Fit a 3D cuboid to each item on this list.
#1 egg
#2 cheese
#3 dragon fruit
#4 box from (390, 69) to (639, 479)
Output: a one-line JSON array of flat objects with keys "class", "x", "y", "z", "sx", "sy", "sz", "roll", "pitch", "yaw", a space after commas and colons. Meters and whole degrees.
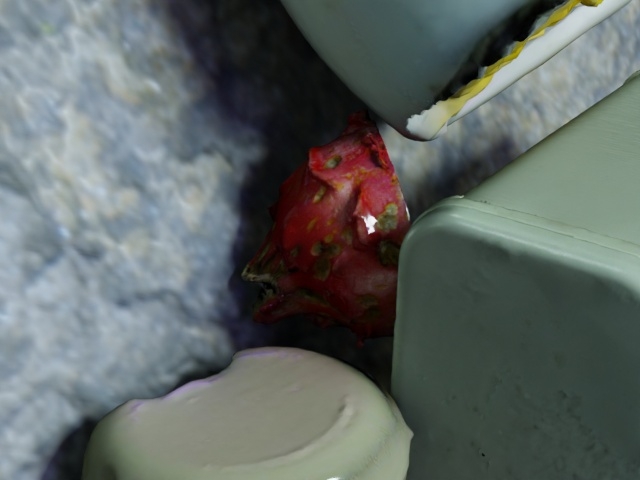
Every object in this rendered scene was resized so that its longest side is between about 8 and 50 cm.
[{"class": "egg", "x": 0.091, "y": -0.288, "z": 1.045, "sx": 0.354, "sy": 0.354, "sz": 0.340, "roll": -33, "pitch": 85, "yaw": -43}, {"class": "cheese", "x": -0.086, "y": 0.142, "z": 0.932, "sx": 0.286, "sy": 0.163, "sz": 0.082, "roll": -17, "pitch": 119, "yaw": -31}, {"class": "dragon fruit", "x": 0.000, "y": 0.000, "z": 1.071, "sx": 0.111, "sy": 0.153, "sz": 0.153, "roll": -13, "pitch": 95, "yaw": -8}, {"class": "box", "x": 0.191, "y": 0.094, "z": 1.101, "sx": 0.344, "sy": 0.177, "sz": 0.352, "roll": -38, "pitch": 136, "yaw": -52}]
